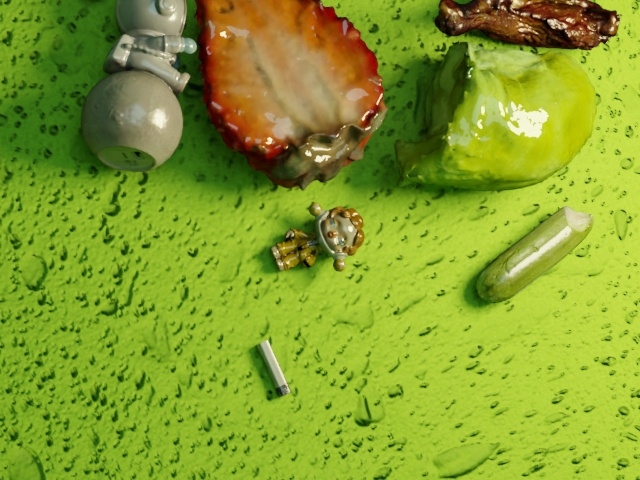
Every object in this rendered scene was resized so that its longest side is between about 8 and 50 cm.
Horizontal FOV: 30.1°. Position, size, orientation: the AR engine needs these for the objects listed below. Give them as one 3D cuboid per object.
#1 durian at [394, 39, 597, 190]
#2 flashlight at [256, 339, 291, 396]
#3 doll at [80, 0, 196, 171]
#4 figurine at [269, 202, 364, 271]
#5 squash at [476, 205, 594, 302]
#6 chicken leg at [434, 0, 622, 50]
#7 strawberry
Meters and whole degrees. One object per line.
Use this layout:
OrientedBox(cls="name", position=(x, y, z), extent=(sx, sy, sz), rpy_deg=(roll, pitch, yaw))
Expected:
OrientedBox(cls="durian", position=(0.280, -0.192, 1.817), extent=(0.339, 0.204, 0.256), rpy_deg=(5, 64, -14))
OrientedBox(cls="flashlight", position=(-0.067, 0.184, 1.711), extent=(0.018, 0.018, 0.083), rpy_deg=(-23, 86, -23))
OrientedBox(cls="doll", position=(-0.254, -0.244, 1.688), extent=(0.150, 0.151, 0.287), rpy_deg=(12, 70, -15))
OrientedBox(cls="figurine", position=(0.001, 0.005, 1.755), extent=(0.101, 0.068, 0.143), rpy_deg=(43, 81, -1))
OrientedBox(cls="squash", position=(0.337, 0.019, 1.855), extent=(0.238, 0.069, 0.069), rpy_deg=(-35, 90, -21))
OrientedBox(cls="chicken leg", position=(0.312, -0.350, 1.886), extent=(0.406, 0.158, 0.096), rpy_deg=(-5, 121, -38))
OrientedBox(cls="strawberry", position=(-0.061, -0.236, 1.753), extent=(0.265, 0.149, 0.336), rpy_deg=(-29, 77, -15))
